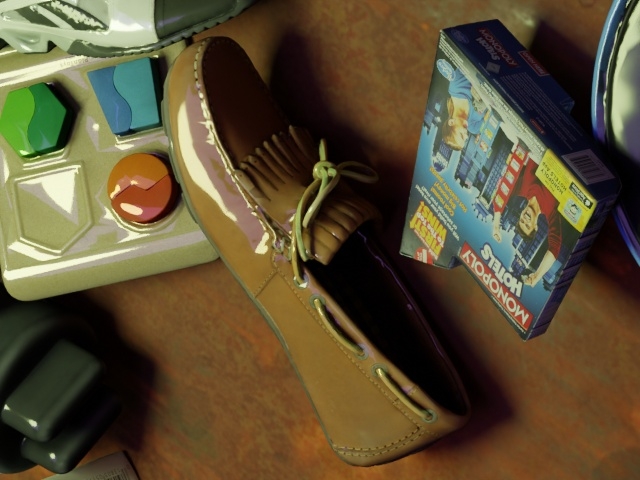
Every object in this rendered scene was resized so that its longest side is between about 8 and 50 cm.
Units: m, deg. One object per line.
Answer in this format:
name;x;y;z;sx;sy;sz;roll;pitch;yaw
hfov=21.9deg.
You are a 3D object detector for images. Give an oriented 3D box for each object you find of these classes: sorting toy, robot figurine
sorting toy;-0.250;-0.065;1.484;0.307;0.041;0.229;-12;87;14
robot figurine;-0.323;0.114;1.589;0.278;0.173;0.209;24;111;29

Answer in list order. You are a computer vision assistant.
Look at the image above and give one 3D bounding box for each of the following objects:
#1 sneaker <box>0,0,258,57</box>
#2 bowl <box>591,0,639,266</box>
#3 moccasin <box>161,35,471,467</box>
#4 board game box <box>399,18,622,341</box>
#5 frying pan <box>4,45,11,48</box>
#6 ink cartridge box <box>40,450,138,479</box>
sneaker;-0.203;-0.239;1.396;0.330;0.122;0.146;-1;121;21
bowl;0.361;-0.080;1.102;0.391;0.077;0.391;10;108;33
moccasin;-0.002;0.001;1.345;0.147;0.139;0.380;-30;84;36
board game box;0.136;-0.030;1.248;0.194;0.060;0.194;54;142;31
frying pan;-0.272;-0.174;1.544;0.326;0.053;0.197;27;97;-3
ink cartridge box;-0.312;0.281;1.615;0.224;0.181;0.056;-31;81;37
